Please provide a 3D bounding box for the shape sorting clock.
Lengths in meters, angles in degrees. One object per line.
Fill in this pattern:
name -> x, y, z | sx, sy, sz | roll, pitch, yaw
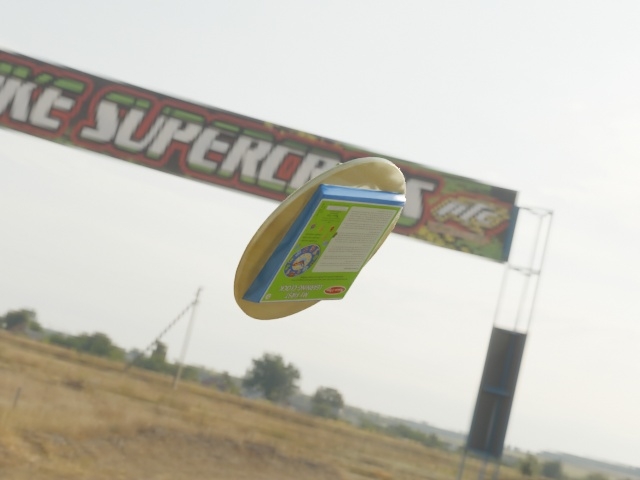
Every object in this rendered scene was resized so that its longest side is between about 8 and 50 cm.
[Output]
shape sorting clock -> 0.000, 0.000, 0.963 | 0.040, 0.206, 0.206 | 43, 5, 29
